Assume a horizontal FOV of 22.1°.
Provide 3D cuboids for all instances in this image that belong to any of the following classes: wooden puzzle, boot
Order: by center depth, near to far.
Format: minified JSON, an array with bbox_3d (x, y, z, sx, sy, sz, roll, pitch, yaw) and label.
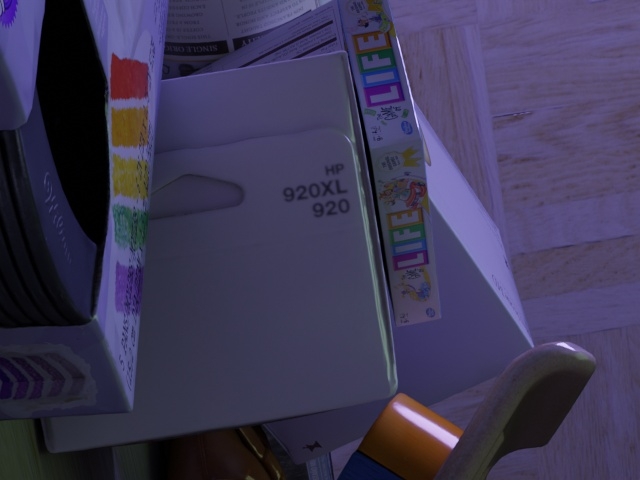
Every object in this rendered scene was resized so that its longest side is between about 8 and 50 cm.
[{"bbox_3d":[0.016,0.210,0.956,0.080,0.348,0.322,36,-10,11],"label":"wooden puzzle"},{"bbox_3d":[-0.062,0.235,1.221,0.220,0.109,0.283,-105,176,-46],"label":"boot"}]

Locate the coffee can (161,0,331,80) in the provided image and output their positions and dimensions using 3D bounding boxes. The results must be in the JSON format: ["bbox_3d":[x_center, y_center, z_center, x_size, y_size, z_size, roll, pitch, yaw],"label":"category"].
[{"bbox_3d":[-0.071,-0.184,1.226,0.201,0.202,0.275,-99,179,-48],"label":"coffee can"}]

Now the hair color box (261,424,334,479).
[{"bbox_3d":[-0.059,0.136,1.815,0.374,0.114,0.185,-98,179,-55],"label":"hair color box"}]

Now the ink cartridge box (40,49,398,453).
[{"bbox_3d":[-0.055,0.015,0.863,0.232,0.171,0.168,71,9,-84],"label":"ink cartridge box"}]

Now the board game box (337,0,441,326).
[{"bbox_3d":[0.037,-0.040,0.863,0.154,0.026,0.103,79,0,-52],"label":"board game box"}]

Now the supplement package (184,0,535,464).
[{"bbox_3d":[0.000,0.000,1.165,0.262,0.204,0.145,52,18,-39],"label":"supplement package"}]

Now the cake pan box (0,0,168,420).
[{"bbox_3d":[-0.115,-0.096,0.625,0.245,0.070,0.267,78,10,-50],"label":"cake pan box"}]
